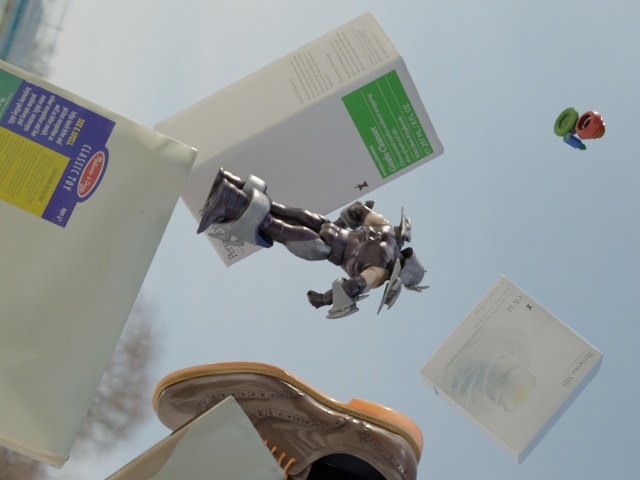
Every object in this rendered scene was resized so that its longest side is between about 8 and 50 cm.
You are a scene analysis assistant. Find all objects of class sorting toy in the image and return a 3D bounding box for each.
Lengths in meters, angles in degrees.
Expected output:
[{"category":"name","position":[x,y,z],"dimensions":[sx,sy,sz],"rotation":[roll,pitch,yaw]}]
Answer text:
[{"category":"sorting toy","position":[0.410,-0.172,2.042],"dimensions":[0.061,0.042,0.102],"rotation":[-64,-154,-4]}]

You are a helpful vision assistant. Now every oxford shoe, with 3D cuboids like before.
[{"category":"oxford shoe","position":[-0.049,0.254,1.680],"dimensions":[0.133,0.363,0.130],"rotation":[-72,172,-59]}]

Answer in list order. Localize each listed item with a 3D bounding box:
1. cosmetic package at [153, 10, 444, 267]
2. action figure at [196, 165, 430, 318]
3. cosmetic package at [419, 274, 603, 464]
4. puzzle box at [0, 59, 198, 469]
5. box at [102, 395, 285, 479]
[{"category":"cosmetic package","position":[-0.033,-0.146,1.886],"dimensions":[0.365,0.197,0.155],"rotation":[-29,-140,3]},{"category":"action figure","position":[0.000,0.000,1.538],"dimensions":[0.185,0.285,0.099],"rotation":[-80,-167,-59]},{"category":"cosmetic package","position":[0.328,0.224,2.243],"dimensions":[0.224,0.224,0.138],"rotation":[-49,164,-8]},{"category":"puzzle box","position":[-0.328,0.015,1.442],"dimensions":[0.052,0.272,0.409],"rotation":[-51,-164,60]},{"category":"box","position":[-0.206,0.319,1.492],"dimensions":[0.311,0.121,0.148],"rotation":[-32,177,-38]}]
